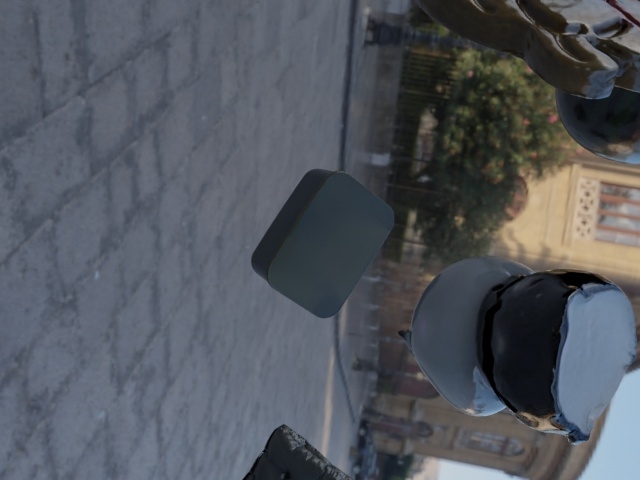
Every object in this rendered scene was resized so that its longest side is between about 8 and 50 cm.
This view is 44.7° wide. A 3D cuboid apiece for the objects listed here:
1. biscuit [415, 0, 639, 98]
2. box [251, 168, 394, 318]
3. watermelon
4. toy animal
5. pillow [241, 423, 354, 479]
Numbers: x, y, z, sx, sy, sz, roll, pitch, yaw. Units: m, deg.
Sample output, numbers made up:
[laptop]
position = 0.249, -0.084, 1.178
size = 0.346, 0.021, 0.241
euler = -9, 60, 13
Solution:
[biscuit]
position = 0.272, -0.252, 0.831
size = 0.314, 0.367, 0.063
euler = -66, 172, -50
[box]
position = 0.000, 0.000, 1.178
size = 0.201, 0.144, 0.090
euler = -58, -152, -4
[watermelon]
position = 0.420, -0.204, 1.038
size = 0.212, 0.212, 0.212
euler = 10, 90, -84
[toy animal]
position = 0.212, 0.106, 0.871
size = 0.187, 0.235, 0.165
euler = -46, 118, -27
[pillow]
position = -0.011, 0.509, 1.364
size = 0.228, 0.326, 0.101
euler = -55, 160, -4
